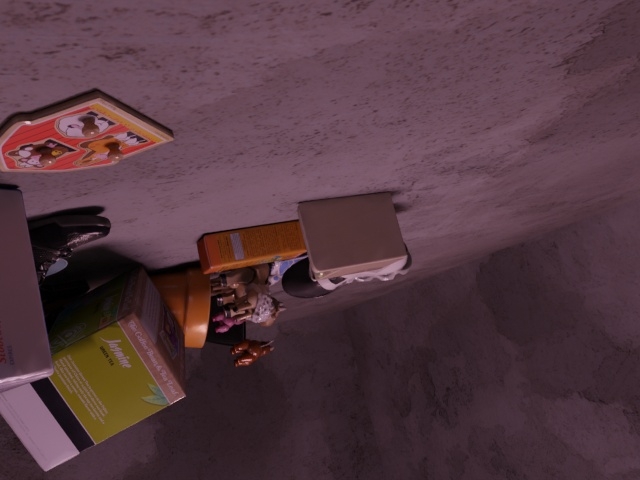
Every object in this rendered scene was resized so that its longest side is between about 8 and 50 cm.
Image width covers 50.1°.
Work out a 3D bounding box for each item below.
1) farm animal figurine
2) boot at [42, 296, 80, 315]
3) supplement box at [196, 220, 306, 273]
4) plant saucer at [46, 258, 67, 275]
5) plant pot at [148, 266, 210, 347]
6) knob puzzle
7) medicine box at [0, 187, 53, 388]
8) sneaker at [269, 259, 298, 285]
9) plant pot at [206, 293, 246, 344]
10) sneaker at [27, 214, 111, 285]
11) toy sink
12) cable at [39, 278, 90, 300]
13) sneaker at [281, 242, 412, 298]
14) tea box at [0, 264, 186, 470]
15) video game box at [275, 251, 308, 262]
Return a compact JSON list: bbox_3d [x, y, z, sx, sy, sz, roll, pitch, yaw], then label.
[{"bbox_3d":[-0.186,0.142,1.786,0.172,0.330,0.327,-15,138,-20],"label":"farm animal figurine"},{"bbox_3d":[-0.726,0.214,1.775,0.262,0.095,0.203,-14,171,-19],"label":"boot"},{"bbox_3d":[-0.151,0.014,1.532,0.233,0.080,0.078,-12,172,-25],"label":"supplement box"},{"bbox_3d":[-0.560,0.042,1.233,0.195,0.037,0.195,-15,169,-3],"label":"plant saucer"},{"bbox_3d":[-0.387,0.166,1.736,0.188,0.205,0.205,5,164,-17],"label":"plant pot"},{"bbox_3d":[-0.299,-0.109,0.821,0.213,0.030,0.213,-14,170,-3],"label":"knob puzzle"},{"bbox_3d":[-0.525,0.093,0.931,0.289,0.263,0.149,-21,168,32],"label":"medicine box"},{"bbox_3d":[-0.115,0.077,1.894,0.081,0.080,0.211,-9,169,-14],"label":"sneaker"},{"bbox_3d":[-0.350,0.283,2.420,0.167,0.187,0.188,-2,169,-5],"label":"plant pot"},{"bbox_3d":[-0.443,0.032,1.098,0.227,0.130,0.087,-14,171,-14],"label":"sneaker"},{"bbox_3d":[0.045,-0.004,1.496,0.234,0.153,0.131,-10,169,-29],"label":"toy sink"},{"bbox_3d":[-0.617,0.099,1.489,0.139,0.072,0.287,-41,169,31],"label":"cable"},{"bbox_3d":[0.048,0.046,1.675,0.330,0.122,0.146,-16,150,10],"label":"sneaker"},{"bbox_3d":[-0.478,0.255,1.473,0.323,0.220,0.329,-27,-162,-4],"label":"tea box"},{"bbox_3d":[0.000,0.000,1.740,0.205,0.048,0.187,-9,165,-25],"label":"video game box"}]
